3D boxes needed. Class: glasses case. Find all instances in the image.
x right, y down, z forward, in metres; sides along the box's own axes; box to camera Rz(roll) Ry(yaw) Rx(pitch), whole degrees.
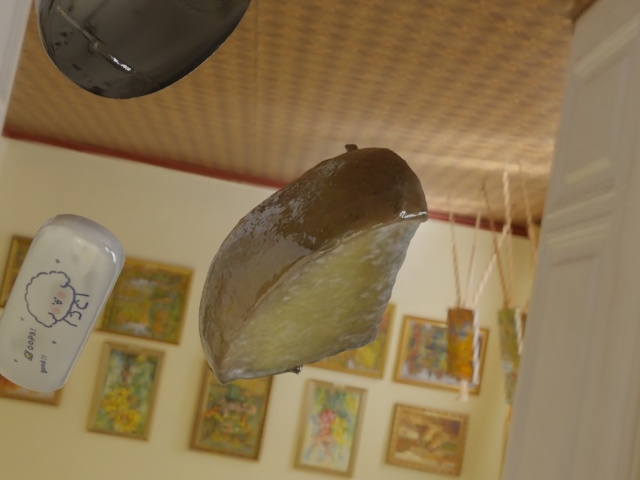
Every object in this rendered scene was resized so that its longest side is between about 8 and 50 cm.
[{"bbox_3d":[-0.230,0.058,0.767,0.076,0.197,0.049,28,-147,-8],"label":"glasses case"}]

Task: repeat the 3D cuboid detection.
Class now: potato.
[{"bbox_3d":[-0.033,-0.007,0.917,0.190,0.211,0.264,-6,145,-18],"label":"potato"}]

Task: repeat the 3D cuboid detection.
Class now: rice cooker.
[{"bbox_3d":[-0.133,-0.207,0.688,0.142,0.203,0.118,39,-169,-44],"label":"rice cooker"}]
